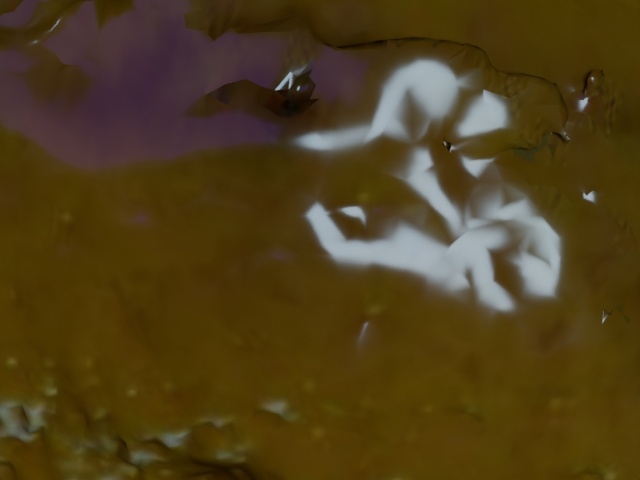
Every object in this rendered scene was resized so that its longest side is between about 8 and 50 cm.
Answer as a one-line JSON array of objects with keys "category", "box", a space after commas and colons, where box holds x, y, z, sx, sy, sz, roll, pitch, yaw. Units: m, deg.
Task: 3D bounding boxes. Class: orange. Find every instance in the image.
[{"category": "orange", "box": [0.000, 0.000, 0.525, 0.340, 0.340, 0.293, -22, 27, 30]}]
